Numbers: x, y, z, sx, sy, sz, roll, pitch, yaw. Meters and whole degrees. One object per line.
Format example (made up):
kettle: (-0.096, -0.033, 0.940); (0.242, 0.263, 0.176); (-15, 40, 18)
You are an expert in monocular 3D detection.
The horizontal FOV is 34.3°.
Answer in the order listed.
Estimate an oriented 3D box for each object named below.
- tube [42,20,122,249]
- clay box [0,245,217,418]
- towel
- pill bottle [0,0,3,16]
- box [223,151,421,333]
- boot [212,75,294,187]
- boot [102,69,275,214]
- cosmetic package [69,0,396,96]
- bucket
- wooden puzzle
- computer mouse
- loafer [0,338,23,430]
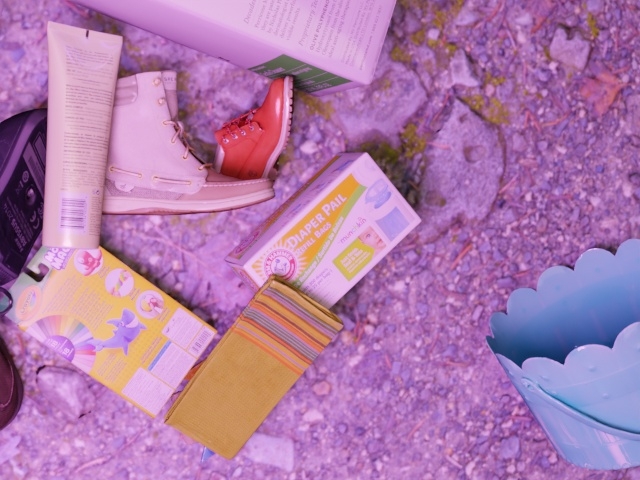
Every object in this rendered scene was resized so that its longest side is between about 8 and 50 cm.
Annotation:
tube: (-0.262, -0.110, 1.127); (0.062, 0.070, 0.240); (5, 92, 5)
clay box: (-0.246, 0.091, 1.199); (0.222, 0.053, 0.127); (38, 81, -15)
towel: (-0.081, 0.153, 1.205); (0.102, 0.021, 0.237); (34, 110, -9)
pill bottle: (-0.465, -0.253, 1.023); (0.265, 0.153, 0.153); (29, 84, -32)
box: (0.000, 0.000, 1.248); (0.203, 0.103, 0.114); (-44, 105, -11)
boot: (-0.078, -0.128, 1.208); (0.085, 0.059, 0.158); (16, 127, -9)
boot: (-0.159, -0.111, 1.179); (0.213, 0.077, 0.165); (-1, 91, 7)
cosmetic package: (-0.116, -0.296, 1.143); (0.366, 0.197, 0.155); (18, 88, -17)
bucket: (0.369, 0.142, 1.303); (0.281, 0.281, 0.183); (-33, 106, -14)
wooden puzzle: (-0.139, 0.206, 1.263); (0.079, 0.014, 0.116); (-25, 101, -15)
computer mouse: (-0.348, -0.038, 1.089); (0.072, 0.272, 0.188); (5, 136, 14)
loafer: (-0.426, 0.055, 1.096); (0.134, 0.130, 0.365); (-34, 103, -13)
